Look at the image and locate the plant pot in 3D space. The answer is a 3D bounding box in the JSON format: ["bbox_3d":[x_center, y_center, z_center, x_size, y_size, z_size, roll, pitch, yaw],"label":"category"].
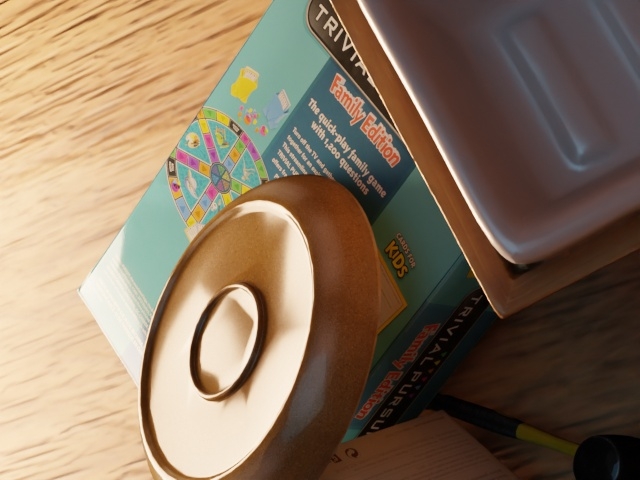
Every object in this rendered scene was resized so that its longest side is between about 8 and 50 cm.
[{"bbox_3d":[-0.049,0.066,1.157,0.236,0.032,0.236,-29,51,44],"label":"plant pot"}]

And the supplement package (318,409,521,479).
[{"bbox_3d":[0.090,0.239,1.114,0.244,0.134,0.139,42,128,32],"label":"supplement package"}]

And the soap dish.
[{"bbox_3d":[0.179,-0.112,1.025,0.291,0.118,0.229,-28,68,2],"label":"soap dish"}]

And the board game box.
[{"bbox_3d":[0.000,0.000,1.240,0.336,0.079,0.254,-53,52,23],"label":"board game box"}]

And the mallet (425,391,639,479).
[{"bbox_3d":[0.139,0.123,1.166,0.189,0.062,0.039,17,92,53],"label":"mallet"}]
